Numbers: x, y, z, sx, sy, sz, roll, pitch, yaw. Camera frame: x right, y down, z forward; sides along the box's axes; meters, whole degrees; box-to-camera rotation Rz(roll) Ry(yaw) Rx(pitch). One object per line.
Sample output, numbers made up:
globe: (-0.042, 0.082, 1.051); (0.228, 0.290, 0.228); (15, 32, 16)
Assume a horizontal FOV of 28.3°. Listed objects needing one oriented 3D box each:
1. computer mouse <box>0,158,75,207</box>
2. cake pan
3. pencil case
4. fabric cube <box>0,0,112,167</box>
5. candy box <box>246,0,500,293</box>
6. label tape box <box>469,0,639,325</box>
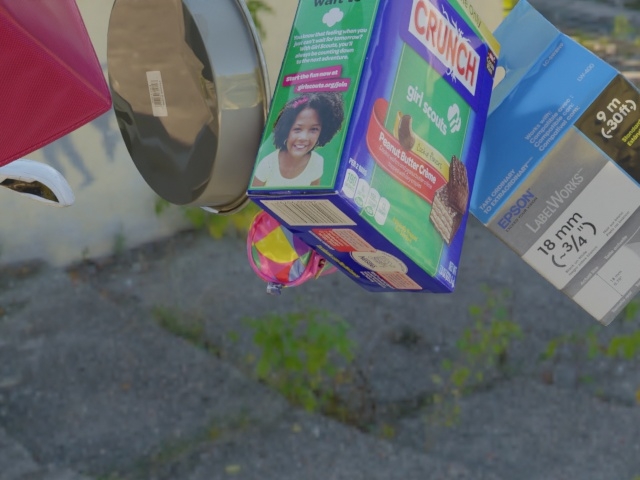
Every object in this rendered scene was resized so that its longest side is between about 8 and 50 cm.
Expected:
computer mouse: (-0.416, -0.097, 1.704); (0.193, 0.042, 0.106); (20, 16, -5)
cake pan: (-0.152, -0.165, 1.373); (0.054, 0.293, 0.293); (-15, 23, -32)
pencil case: (0.000, 0.000, 1.517); (0.104, 0.104, 0.236); (5, 9, 23)
fabric cube: (-0.317, -0.165, 0.737); (0.259, 0.254, 0.258); (-26, -16, 8)
candy box: (0.070, -0.136, 1.353); (0.122, 0.317, 0.268); (0, -23, 32)
label tape box: (0.296, -0.089, 1.531); (0.241, 0.333, 0.106); (-49, 21, 8)
